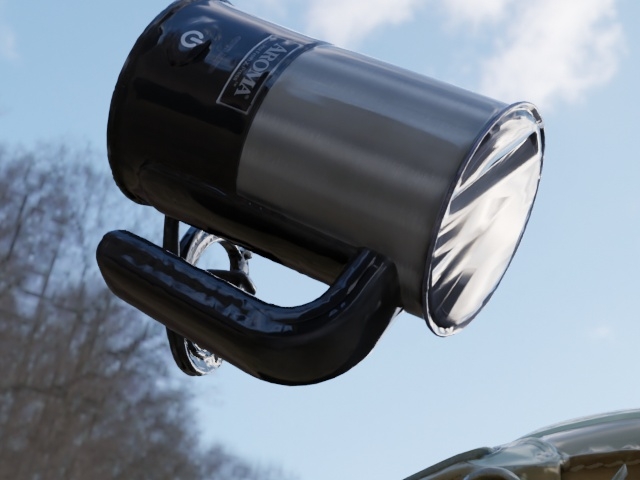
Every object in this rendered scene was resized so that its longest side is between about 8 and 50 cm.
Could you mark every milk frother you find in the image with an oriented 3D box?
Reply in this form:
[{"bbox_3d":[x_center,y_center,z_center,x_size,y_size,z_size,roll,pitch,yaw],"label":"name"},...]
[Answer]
[{"bbox_3d":[0.000,0.000,0.502,0.134,0.129,0.143,24,-12,26],"label":"milk frother"}]

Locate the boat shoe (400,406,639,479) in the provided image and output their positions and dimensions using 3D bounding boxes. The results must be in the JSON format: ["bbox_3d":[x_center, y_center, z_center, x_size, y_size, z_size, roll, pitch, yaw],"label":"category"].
[{"bbox_3d":[0.048,0.145,0.540,0.285,0.105,0.089,-26,-13,22],"label":"boat shoe"}]
